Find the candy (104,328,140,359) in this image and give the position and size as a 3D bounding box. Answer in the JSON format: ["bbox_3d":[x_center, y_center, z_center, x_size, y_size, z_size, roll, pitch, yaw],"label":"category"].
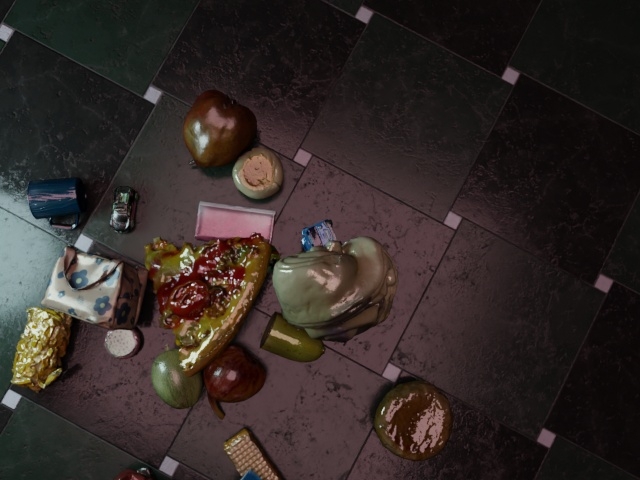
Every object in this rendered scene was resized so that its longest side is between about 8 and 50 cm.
[{"bbox_3d":[-0.580,0.297,1.922,0.103,0.043,0.103,0,83,-4],"label":"candy"}]

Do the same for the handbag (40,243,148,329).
[{"bbox_3d":[-0.624,0.133,1.846,0.252,0.190,0.193,14,86,21],"label":"handbag"}]

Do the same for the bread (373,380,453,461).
[{"bbox_3d":[0.268,0.518,1.888,0.230,0.123,0.229,1,83,-7],"label":"bread"}]

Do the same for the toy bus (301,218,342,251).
[{"bbox_3d":[0.000,0.000,1.900,0.106,0.184,0.090,-21,85,-1],"label":"toy bus"}]

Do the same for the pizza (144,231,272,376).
[{"bbox_3d":[-0.375,0.121,1.856,0.406,0.130,0.439,26,80,21],"label":"pizza"}]

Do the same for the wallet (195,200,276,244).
[{"bbox_3d":[-0.257,-0.046,1.975,0.232,0.025,0.119,8,83,-1],"label":"wallet"}]

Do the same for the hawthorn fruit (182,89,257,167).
[{"bbox_3d":[-0.312,-0.310,1.931,0.208,0.208,0.248,36,110,2],"label":"hawthorn fruit"}]

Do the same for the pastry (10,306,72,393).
[{"bbox_3d":[-0.795,0.319,1.882,0.154,0.102,0.249,9,82,2],"label":"pastry"}]

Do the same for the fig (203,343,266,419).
[{"bbox_3d":[-0.270,0.403,1.869,0.207,0.175,0.175,-41,87,10],"label":"fig"}]

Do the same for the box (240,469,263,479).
[{"bbox_3d":[-0.209,0.761,1.831,0.139,0.073,0.194,39,109,8],"label":"box"}]

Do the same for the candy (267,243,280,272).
[{"bbox_3d":[-0.207,0.151,1.943,0.091,0.083,0.305,20,94,-29],"label":"candy"}]

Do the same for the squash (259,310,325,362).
[{"bbox_3d":[-0.074,0.289,1.904,0.187,0.123,0.123,21,84,-3],"label":"squash"}]

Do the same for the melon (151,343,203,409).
[{"bbox_3d":[-0.410,0.387,1.870,0.139,0.139,0.192,-20,84,-4],"label":"melon"}]

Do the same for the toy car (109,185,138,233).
[{"bbox_3d":[-0.589,-0.093,1.955,0.069,0.055,0.142,6,83,2],"label":"toy car"}]

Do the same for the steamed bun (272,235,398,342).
[{"bbox_3d":[0.056,0.155,1.795,0.339,0.352,0.247,-16,57,-4],"label":"steamed bun"}]

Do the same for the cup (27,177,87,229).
[{"bbox_3d":[-0.769,-0.115,1.937,0.138,0.150,0.113,-6,50,-4],"label":"cup"}]

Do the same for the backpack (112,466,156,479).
[{"bbox_3d":[-0.511,0.760,1.828,0.229,0.139,0.229,0,84,-1],"label":"backpack"}]

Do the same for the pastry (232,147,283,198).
[{"bbox_3d":[-0.186,-0.199,1.962,0.157,0.092,0.156,0,87,0],"label":"pastry"}]

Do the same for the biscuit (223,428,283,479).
[{"bbox_3d":[-0.141,0.720,1.886,0.094,0.054,0.378,-36,87,-4],"label":"biscuit"}]
